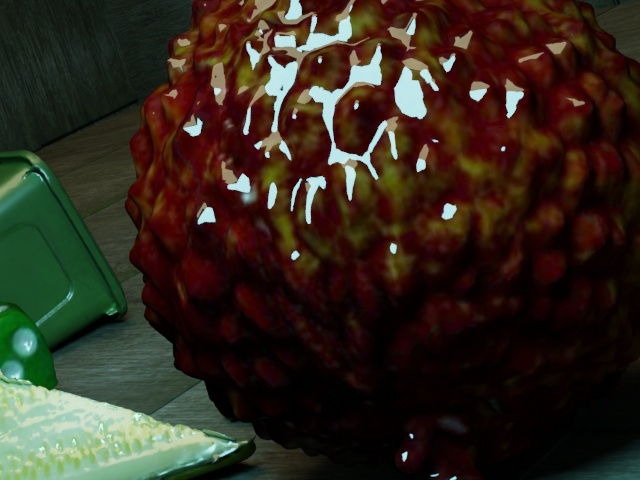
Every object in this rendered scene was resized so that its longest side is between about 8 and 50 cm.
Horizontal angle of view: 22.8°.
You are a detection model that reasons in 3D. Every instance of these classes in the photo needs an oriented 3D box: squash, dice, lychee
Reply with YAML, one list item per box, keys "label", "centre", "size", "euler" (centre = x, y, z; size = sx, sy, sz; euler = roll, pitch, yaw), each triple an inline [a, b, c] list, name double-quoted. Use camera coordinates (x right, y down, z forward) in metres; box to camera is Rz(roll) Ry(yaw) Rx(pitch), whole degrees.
- label: "squash"
  centre: [-0.183, 0.166, 1.424]
  size: [0.252, 0.093, 0.169]
  euler: [-18, 57, 3]
- label: "dice"
  centre: [-0.367, 0.146, 1.712]
  size: [0.120, 0.128, 0.131]
  euler: [-29, 18, -37]
- label: "lychee"
  centre: [0.066, -0.007, 1.191]
  size: [0.424, 0.500, 0.425]
  euler: [-12, -28, -6]

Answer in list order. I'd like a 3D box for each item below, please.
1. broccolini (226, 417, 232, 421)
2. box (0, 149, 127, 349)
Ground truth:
- label: "broccolini"
  centre: [-0.028, 0.144, 1.445]
  size: [0.058, 0.074, 0.201]
  euler: [16, -15, -24]
- label: "box"
  centre: [-0.425, 0.032, 2.056]
  size: [0.178, 0.253, 0.328]
  euler: [-40, 21, -26]
